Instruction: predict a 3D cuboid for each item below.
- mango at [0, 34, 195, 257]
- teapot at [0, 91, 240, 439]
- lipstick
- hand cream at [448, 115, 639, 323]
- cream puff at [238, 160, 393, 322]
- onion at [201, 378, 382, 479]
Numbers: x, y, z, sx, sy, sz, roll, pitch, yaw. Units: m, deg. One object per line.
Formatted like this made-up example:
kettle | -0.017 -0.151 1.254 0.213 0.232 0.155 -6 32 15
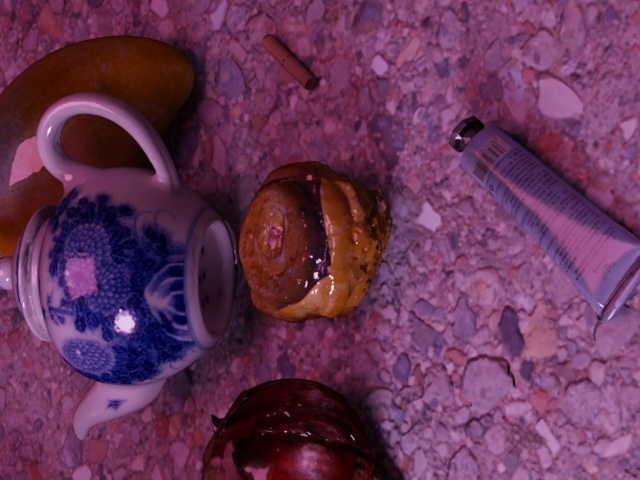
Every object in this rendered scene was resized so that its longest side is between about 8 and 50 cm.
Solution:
mango | -0.310 -0.111 2.046 0.384 0.199 0.221 -39 55 22
teapot | -0.250 0.038 1.905 0.280 0.252 0.423 1 108 15
lipstick | -0.036 -0.204 1.893 0.094 0.019 0.019 48 120 36
hand cream | 0.217 -0.030 1.609 0.256 0.055 0.088 47 112 33
cream puff | 0.000 0.000 1.770 0.189 0.129 0.189 -2 88 54
onion | -0.019 0.262 1.732 0.219 0.252 0.252 10 90 0
